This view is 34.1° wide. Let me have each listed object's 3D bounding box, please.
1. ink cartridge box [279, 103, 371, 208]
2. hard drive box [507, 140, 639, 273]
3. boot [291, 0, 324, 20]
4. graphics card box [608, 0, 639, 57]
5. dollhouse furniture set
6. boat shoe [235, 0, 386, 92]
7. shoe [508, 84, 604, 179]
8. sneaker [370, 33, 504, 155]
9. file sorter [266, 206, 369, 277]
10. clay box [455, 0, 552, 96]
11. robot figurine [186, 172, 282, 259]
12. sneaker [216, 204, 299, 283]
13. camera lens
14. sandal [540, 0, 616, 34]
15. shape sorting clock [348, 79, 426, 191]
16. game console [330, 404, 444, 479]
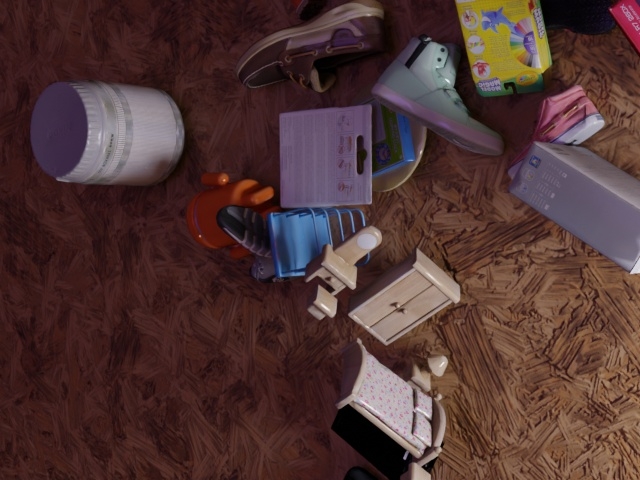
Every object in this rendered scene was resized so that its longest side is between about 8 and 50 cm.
[{"bbox_3d":[0.020,-0.155,1.980,0.232,0.066,0.189,0,91,37],"label":"ink cartridge box"},{"bbox_3d":[0.429,-0.053,1.569,0.232,0.181,0.089,39,115,33],"label":"hard drive box"},{"bbox_3d":[-0.007,-0.505,1.995,0.158,0.059,0.085,-44,60,33],"label":"boot"},{"bbox_3d":[0.611,-0.334,1.414,0.371,0.094,0.233,-35,79,23],"label":"graphics card box"},{"bbox_3d":[0.121,0.185,1.712,0.174,0.303,0.356,-38,25,28],"label":"dollhouse furniture set"},{"bbox_3d":[-0.019,-0.338,1.971,0.342,0.123,0.123,-17,79,32],"label":"boat shoe"},{"bbox_3d":[0.368,-0.175,1.695,0.178,0.063,0.081,-36,68,28],"label":"shoe"},{"bbox_3d":[0.229,-0.256,1.787,0.256,0.094,0.151,32,87,17],"label":"sneaker"},{"bbox_3d":[0.000,0.000,1.931,0.104,0.170,0.118,-12,84,35],"label":"file sorter"},{"bbox_3d":[0.298,-0.350,1.708,0.127,0.053,0.222,0,118,36],"label":"clay box"},{"bbox_3d":[-0.182,-0.054,2.105,0.219,0.158,0.128,-13,51,39],"label":"robot figurine"},{"bbox_3d":[-0.124,0.025,2.016,0.132,0.228,0.086,-41,30,42],"label":"sneaker"},{"bbox_3d":[-0.445,-0.227,2.218,0.219,0.274,0.219,1,91,39],"label":"camera lens"},{"bbox_3d":[0.409,-0.362,1.675,0.179,0.040,0.067,18,97,52],"label":"sandal"},{"bbox_3d":[0.115,-0.192,1.911,0.206,0.040,0.206,-3,86,49],"label":"shape sorting clock"},{"bbox_3d":[0.081,0.451,1.959,0.213,0.044,0.361,37,113,34],"label":"game console"}]
